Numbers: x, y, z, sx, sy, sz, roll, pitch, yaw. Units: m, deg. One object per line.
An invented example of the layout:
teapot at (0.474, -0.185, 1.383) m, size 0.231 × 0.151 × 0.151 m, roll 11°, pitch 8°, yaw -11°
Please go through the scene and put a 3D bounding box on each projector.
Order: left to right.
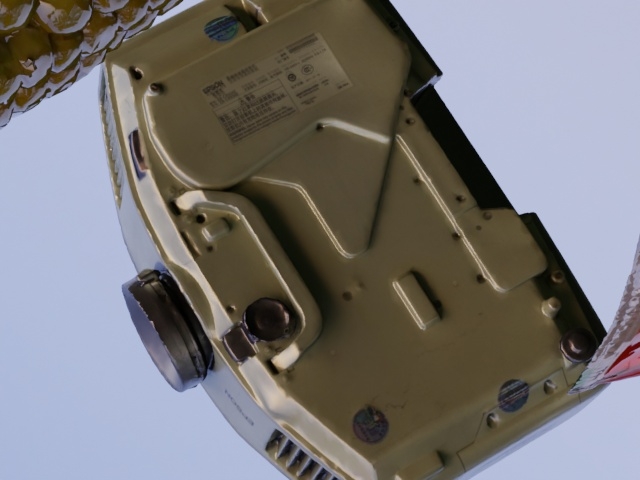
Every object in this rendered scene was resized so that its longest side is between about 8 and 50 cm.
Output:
projector at (0.000, 0.000, 0.884) m, size 0.193 × 0.088 × 0.269 m, roll -29°, pitch -104°, yaw -15°

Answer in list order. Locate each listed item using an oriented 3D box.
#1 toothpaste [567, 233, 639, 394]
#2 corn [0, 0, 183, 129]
toothpaste at (0.151, -0.035, 0.371) m, size 0.048 × 0.301 × 0.075 m, roll 11°, pitch -114°, yaw -26°
corn at (-0.060, -0.112, 0.475) m, size 0.119 × 0.119 × 0.322 m, roll 40°, pitch -119°, yaw 5°
